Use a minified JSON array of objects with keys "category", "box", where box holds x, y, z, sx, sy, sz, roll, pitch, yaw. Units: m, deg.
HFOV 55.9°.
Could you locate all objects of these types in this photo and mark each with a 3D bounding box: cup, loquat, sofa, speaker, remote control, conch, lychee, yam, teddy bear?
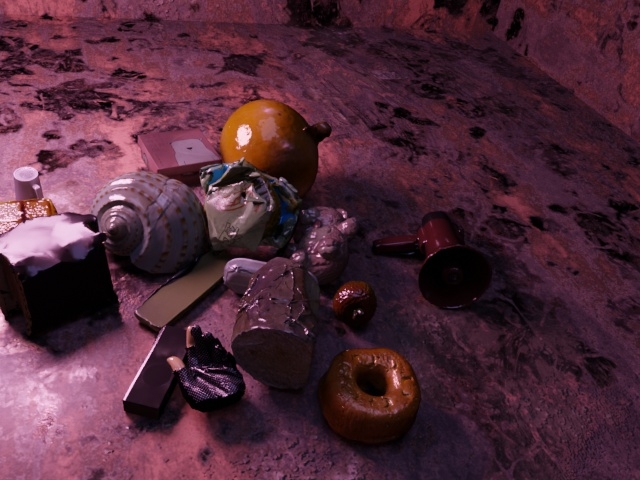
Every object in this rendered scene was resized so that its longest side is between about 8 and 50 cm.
[{"category":"cup","box":[-0.802,-0.133,1.675,0.104,0.116,0.074,37,46,20]},{"category":"loquat","box":[-0.133,-0.269,1.811,0.359,0.328,0.328,-27,45,0]},{"category":"sofa","box":[-0.626,0.067,1.412,0.258,0.200,0.182,-27,40,-37]},{"category":"speaker","box":[-0.347,0.281,1.313,0.082,0.044,0.218,14,38,4]},{"category":"remote control","box":[-0.127,0.107,1.535,0.247,0.104,0.052,10,37,1]},{"category":"speaker","box":[0.312,0.050,1.724,0.259,0.198,0.329,-32,24,9]},{"category":"conch","box":[-0.436,-0.073,1.611,0.303,0.215,0.319,29,41,6]},{"category":"lychee","box":[0.087,0.157,1.517,0.114,0.114,0.146,7,24,-5]},{"category":"yam","box":[-0.093,0.176,1.376,0.201,0.202,0.271,13,36,4]},{"category":"teddy bear","box":[0.000,0.001,1.656,0.236,0.151,0.267,-19,42,15]}]

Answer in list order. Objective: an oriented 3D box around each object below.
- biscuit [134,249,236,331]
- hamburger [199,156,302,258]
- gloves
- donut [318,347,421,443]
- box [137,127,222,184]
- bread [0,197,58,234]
[{"category":"biscuit","box":[-0.332,0.118,1.527,0.099,0.038,0.322,27,40,15]},{"category":"hamburger","box":[-0.188,-0.090,1.579,0.276,0.150,0.260,3,80,2]},{"category":"gloves","box":[-0.245,0.267,1.291,0.129,0.106,0.180,-27,61,5]},{"category":"donut","box":[0.108,0.331,1.305,0.226,0.114,0.226,8,39,-6]},{"category":"box","box":[-0.456,-0.265,1.940,0.215,0.086,0.215,-14,44,-28]},{"category":"bread","box":[-0.766,-0.018,1.552,0.181,0.096,0.222,-5,40,-23]}]
